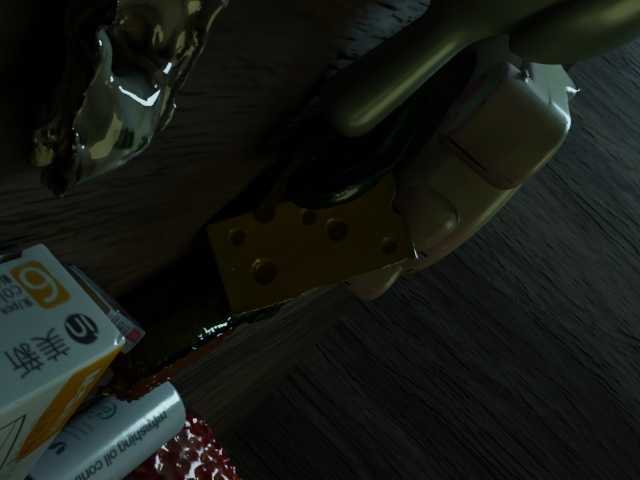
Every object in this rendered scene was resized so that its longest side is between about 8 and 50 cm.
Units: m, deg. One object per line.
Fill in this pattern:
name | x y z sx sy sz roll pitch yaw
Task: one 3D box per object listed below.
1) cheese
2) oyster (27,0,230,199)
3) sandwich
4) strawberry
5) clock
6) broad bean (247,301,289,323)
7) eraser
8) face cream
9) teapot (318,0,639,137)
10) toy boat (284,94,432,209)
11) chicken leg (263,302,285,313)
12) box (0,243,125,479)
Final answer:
cheese | 0.000 0.000 0.777 0.171 0.093 0.126 -17 179 15
oyster | -0.096 -0.072 0.368 0.165 0.053 0.108 -59 -176 29
sandwich | -0.139 0.081 0.814 0.159 0.079 0.235 -40 173 40
strawberry | -0.221 0.360 1.069 0.253 0.280 0.150 -32 164 -20
clock | 0.129 -0.094 0.877 0.309 0.114 0.284 -45 -163 32
broad bean | -0.037 0.067 1.273 0.195 0.046 0.061 -37 180 -21
eraser | -0.167 0.054 0.603 0.029 0.052 0.122 -45 171 -12
face cream | -0.277 0.250 0.865 0.311 0.092 0.092 -32 164 -52
teapot | 0.157 -0.202 0.655 0.220 0.149 0.318 -17 178 -44
toy boat | 0.034 -0.082 0.739 0.104 0.052 0.210 -5 -150 30
chicken leg | -0.046 0.043 1.129 0.106 0.051 0.253 -56 170 28
box | -0.259 0.142 0.451 0.274 0.091 0.221 -51 171 32
